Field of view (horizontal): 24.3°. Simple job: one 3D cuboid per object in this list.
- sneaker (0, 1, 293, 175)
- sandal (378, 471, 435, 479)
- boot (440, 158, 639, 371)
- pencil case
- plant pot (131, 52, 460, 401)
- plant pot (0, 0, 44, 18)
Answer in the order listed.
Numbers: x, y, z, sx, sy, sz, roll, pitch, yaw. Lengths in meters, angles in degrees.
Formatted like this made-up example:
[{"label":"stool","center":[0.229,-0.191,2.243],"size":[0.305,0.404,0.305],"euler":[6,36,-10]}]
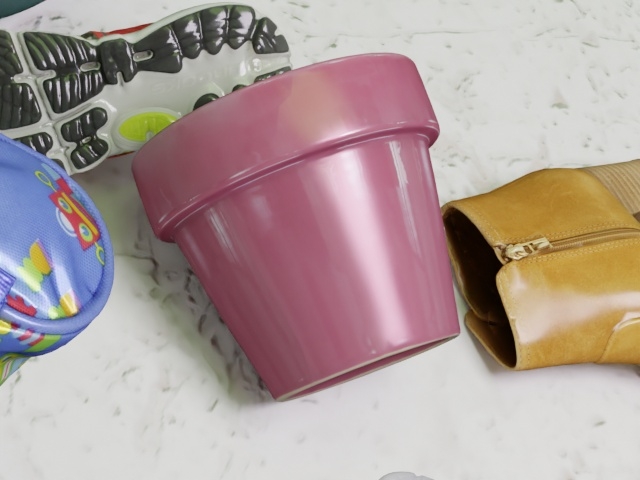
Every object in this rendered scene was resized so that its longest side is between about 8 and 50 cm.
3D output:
[{"label":"sneaker","center":[-0.158,-0.095,1.011],"size":[0.279,0.118,0.107],"euler":[-8,96,-11]},{"label":"sandal","center":[0.121,0.231,0.922],"size":[0.265,0.076,0.102],"euler":[33,23,-18]},{"label":"boot","center":[0.227,0.069,1.092],"size":[0.211,0.104,0.295],"euler":[-18,61,-30]},{"label":"pencil case","center":[-0.226,0.083,0.705],"size":[0.119,0.306,0.133],"euler":[34,26,-19]},{"label":"plant pot","center":[0.000,0.000,0.968],"size":[0.201,0.201,0.180],"euler":[-15,81,-35]},{"label":"plant pot","center":[-0.245,-0.289,1.008],"size":[0.293,0.235,0.293],"euler":[14,51,-19]}]
